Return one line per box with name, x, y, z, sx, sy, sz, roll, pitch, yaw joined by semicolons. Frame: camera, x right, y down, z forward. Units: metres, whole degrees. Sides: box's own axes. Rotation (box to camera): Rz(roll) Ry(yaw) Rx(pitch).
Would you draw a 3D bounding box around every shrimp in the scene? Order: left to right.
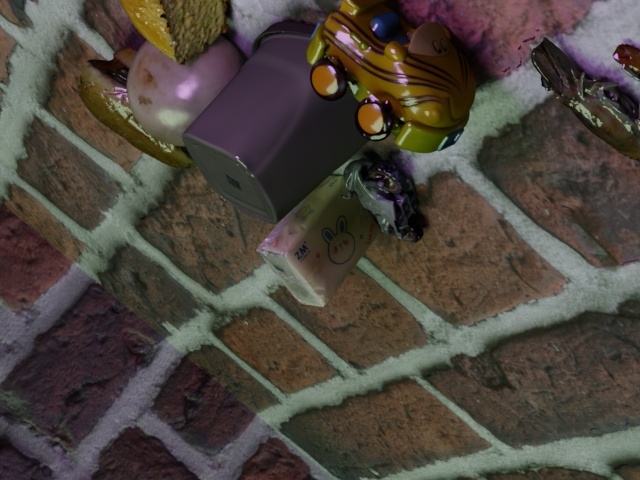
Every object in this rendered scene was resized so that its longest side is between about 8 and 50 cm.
shrimp;0.383;-0.178;1.572;0.253;0.058;0.173;39;149;-10

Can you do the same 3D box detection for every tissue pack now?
tissue pack;0.000;0.000;2.249;0.092;0.196;0.148;5;141;51

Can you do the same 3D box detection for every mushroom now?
mushroom;-0.211;-0.257;2.127;0.207;0.207;0.215;28;-172;21

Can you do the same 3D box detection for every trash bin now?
trash bin;-0.057;-0.175;1.953;0.219;0.250;0.220;24;154;42

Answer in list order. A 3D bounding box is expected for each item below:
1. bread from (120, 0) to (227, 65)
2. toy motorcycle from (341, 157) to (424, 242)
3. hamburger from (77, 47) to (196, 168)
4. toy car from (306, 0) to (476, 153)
bread;-0.237;-0.389;1.947;0.139;0.143;0.229;28;152;21
toy motorcycle;0.104;-0.067;2.133;0.122;0.080;0.215;24;157;29
hamburger;-0.312;-0.229;2.303;0.285;0.134;0.265;40;168;-4
toy car;0.107;-0.240;1.706;0.248;0.200;0.142;41;129;13
